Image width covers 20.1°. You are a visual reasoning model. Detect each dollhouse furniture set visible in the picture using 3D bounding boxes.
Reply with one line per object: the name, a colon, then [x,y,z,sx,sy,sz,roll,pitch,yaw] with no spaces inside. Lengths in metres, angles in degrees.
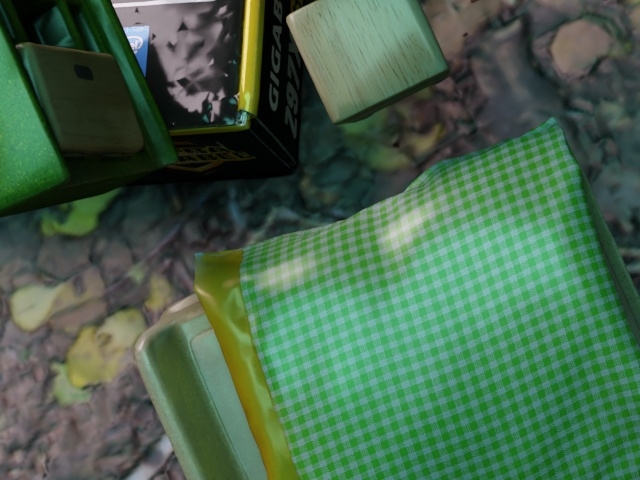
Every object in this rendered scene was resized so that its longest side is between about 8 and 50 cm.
dollhouse furniture set: [0.000,0.000,0.689,0.198,0.151,0.301,-25,88,11]

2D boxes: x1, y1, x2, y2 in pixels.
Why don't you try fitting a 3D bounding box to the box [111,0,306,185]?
box: [-0.165,-0.153,0.886,0.322,0.079,0.257,-2,74,17]
